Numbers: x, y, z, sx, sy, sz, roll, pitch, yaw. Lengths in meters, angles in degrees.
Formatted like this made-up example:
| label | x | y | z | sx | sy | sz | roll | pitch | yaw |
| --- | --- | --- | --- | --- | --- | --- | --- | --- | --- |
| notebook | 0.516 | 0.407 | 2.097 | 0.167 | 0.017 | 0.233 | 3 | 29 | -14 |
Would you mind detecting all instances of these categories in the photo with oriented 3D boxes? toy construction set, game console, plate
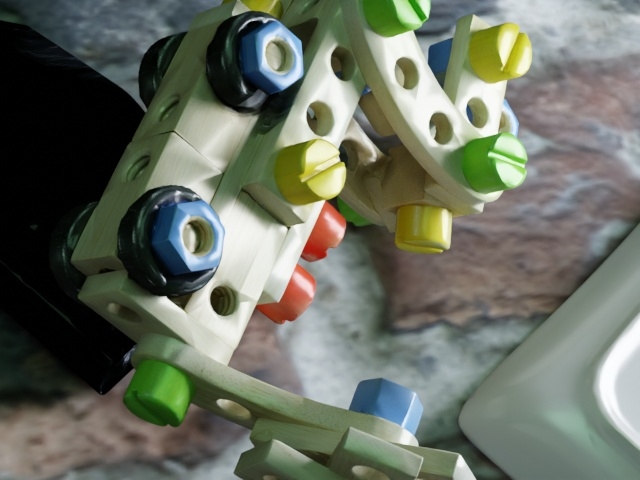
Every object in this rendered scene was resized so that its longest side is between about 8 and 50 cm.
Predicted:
| label | x | y | z | sx | sy | sz | roll | pitch | yaw |
| --- | --- | --- | --- | --- | --- | --- | --- | --- | --- |
| toy construction set | 0.000 | 0.000 | 0.804 | 0.215 | 0.151 | 0.328 | 41 | 43 | -31 |
| game console | -0.216 | 0.031 | 0.814 | 0.213 | 0.044 | 0.361 | 40 | 57 | 12 |
| plate | 0.259 | 0.093 | 0.890 | 0.277 | 0.045 | 0.278 | 40 | 58 | 13 |
